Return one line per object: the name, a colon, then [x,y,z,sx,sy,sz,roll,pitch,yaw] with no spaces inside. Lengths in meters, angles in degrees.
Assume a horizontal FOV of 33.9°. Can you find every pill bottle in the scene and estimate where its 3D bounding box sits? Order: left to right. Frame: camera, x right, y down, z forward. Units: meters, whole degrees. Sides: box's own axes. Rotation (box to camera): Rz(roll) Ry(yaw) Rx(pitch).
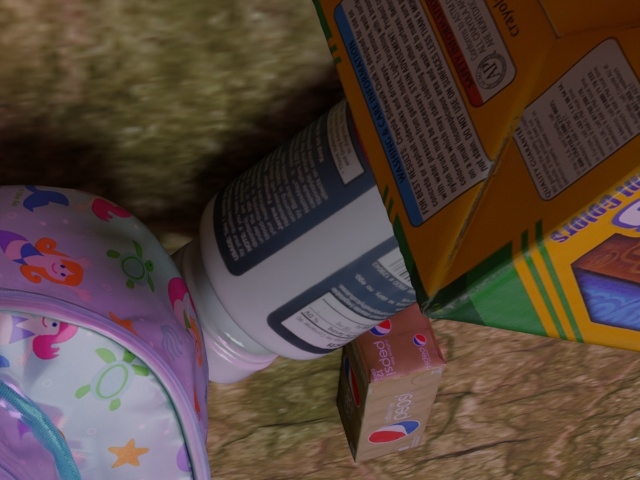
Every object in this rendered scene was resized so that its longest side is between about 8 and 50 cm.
pill bottle: [0.000,0.000,0.552,0.180,0.108,0.108,-33,148,26]

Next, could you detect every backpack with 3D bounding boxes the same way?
backpack: [-0.176,0.093,0.487,0.254,0.191,0.225,-10,124,-5]

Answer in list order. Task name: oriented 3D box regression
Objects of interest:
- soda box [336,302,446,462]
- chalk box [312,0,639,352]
soda box: [0.053,0.117,0.840,0.061,0.058,0.181,-13,152,-9]
chalk box: [0.169,-0.066,0.459,0.289,0.180,0.179,15,138,-43]
